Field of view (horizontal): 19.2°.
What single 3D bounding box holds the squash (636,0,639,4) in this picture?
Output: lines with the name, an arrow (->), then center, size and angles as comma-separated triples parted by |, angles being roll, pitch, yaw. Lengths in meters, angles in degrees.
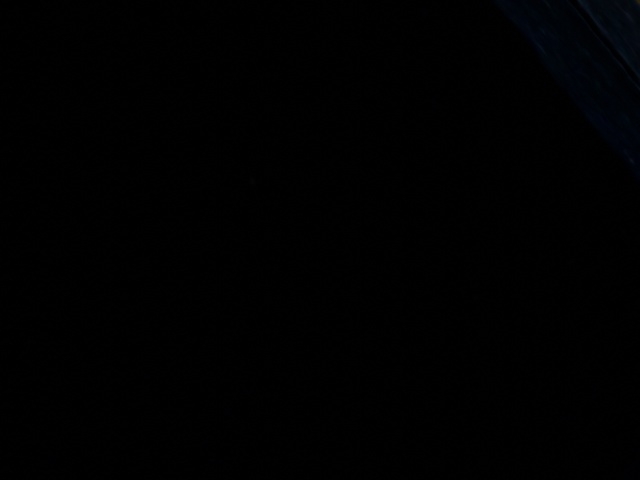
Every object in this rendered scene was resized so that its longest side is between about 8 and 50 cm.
squash -> 0.210, -0.091, 1.262 | 0.233, 0.210, 0.309 | -23, 57, 57

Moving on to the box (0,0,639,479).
box -> -0.004, 0.017, 0.596 | 0.261, 0.279, 0.116 | -38, 2, 29
